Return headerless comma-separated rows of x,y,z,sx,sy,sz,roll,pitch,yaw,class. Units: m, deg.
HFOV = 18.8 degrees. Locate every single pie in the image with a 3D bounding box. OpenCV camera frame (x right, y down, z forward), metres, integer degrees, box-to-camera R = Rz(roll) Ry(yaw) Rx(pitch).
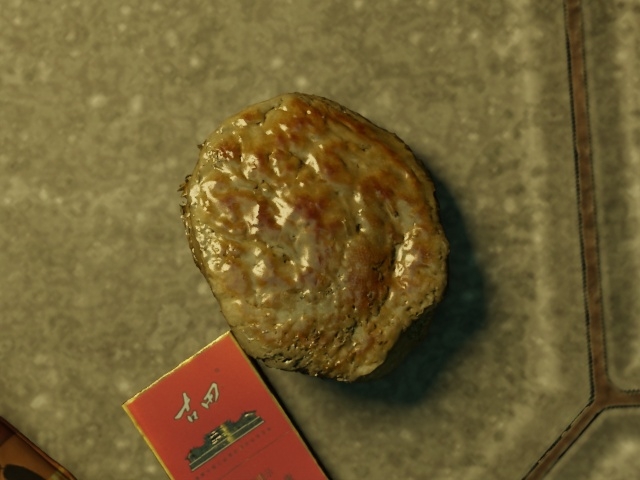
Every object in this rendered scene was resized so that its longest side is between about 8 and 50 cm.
0.000,0.000,1.245,0.163,0.079,0.193,-18,84,1,pie

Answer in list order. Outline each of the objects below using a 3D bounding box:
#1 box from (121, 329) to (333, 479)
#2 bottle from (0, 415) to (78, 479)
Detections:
-0.058,0.138,1.272,0.090,0.023,0.133,-33,85,2,box
-0.273,0.146,1.231,0.271,0.156,0.143,39,117,3,bottle
